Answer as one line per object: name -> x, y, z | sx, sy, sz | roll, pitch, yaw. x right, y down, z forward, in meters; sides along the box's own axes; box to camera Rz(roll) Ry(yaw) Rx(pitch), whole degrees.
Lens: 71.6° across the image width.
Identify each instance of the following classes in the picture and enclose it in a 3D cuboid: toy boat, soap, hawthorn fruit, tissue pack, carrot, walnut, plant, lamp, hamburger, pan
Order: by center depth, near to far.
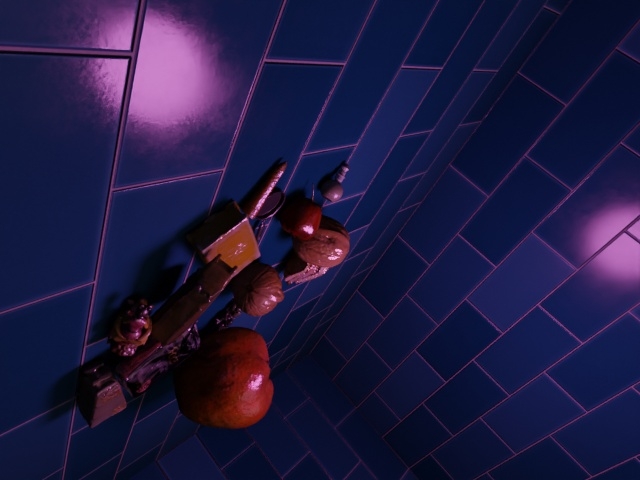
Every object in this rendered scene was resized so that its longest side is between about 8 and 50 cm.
lamp -> -0.596, 0.259, 1.415 | 0.118, 0.118, 0.253 | -16, 143, -55
carrot -> -0.179, -0.172, 1.453 | 0.224, 0.057, 0.057 | -52, 160, 13
toy boat -> -0.427, 0.202, 1.464 | 0.445, 0.136, 0.162 | -42, -166, 31
soap -> -0.316, 0.016, 1.505 | 0.199, 0.091, 0.315 | -37, 159, -16
pan -> -0.201, -0.091, 1.603 | 0.136, 0.028, 0.235 | -21, 147, -48
tissue pack -> -0.600, 0.423, 1.668 | 0.332, 0.123, 0.245 | -43, 165, -34
hawthorn fruit -> -0.058, -0.106, 1.705 | 0.203, 0.163, 0.162 | -54, 161, -4
lamp -> 0.065, -0.237, 1.779 | 0.163, 0.091, 0.091 | -62, 160, -1
walnut -> -0.257, 0.202, 1.837 | 0.228, 0.228, 0.228 | -38, 160, -17
walnut -> 0.000, 0.000, 1.868 | 0.261, 0.225, 0.225 | 18, 125, -21
plant -> -0.406, 0.333, 1.998 | 0.174, 0.085, 0.087 | -48, 134, -2
hawthorn fruit -> -0.437, 0.614, 2.003 | 0.472, 0.472, 0.471 | -38, 160, -17
hamburger -> -0.046, 0.081, 2.084 | 0.282, 0.245, 0.155 | -11, 156, 38

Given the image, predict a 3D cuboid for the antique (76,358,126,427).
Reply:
antique -> -0.778, 0.532, 1.578 | 0.150, 0.125, 0.284 | -29, 155, -40
